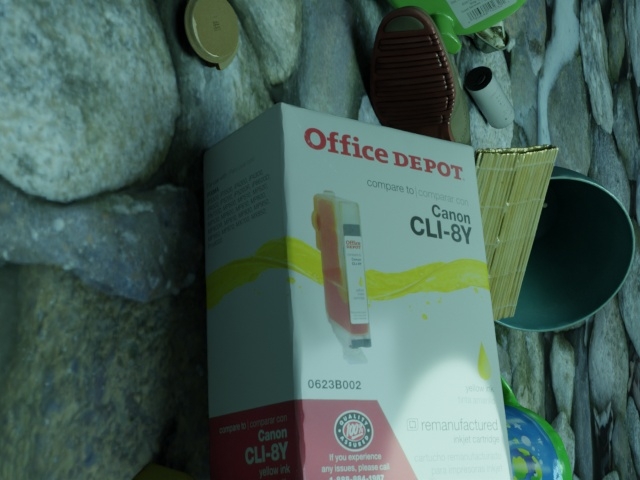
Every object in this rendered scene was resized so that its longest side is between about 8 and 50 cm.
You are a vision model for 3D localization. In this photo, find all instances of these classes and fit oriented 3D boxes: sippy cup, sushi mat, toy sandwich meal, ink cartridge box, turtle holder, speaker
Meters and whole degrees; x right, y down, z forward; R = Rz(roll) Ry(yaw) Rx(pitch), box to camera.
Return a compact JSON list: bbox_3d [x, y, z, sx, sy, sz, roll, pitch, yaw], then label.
[{"bbox_3d":[0.215,0.348,1.376,0.224,0.240,0.305,16,36,-48],"label":"sippy cup"},{"bbox_3d":[0.277,-0.002,1.494,0.151,0.019,0.317,-5,120,-25],"label":"sushi mat"},{"bbox_3d":[-0.120,-0.226,1.007,0.085,0.029,0.086,2,87,-48],"label":"toy sandwich meal"},{"bbox_3d":[0.034,0.077,0.983,0.279,0.160,0.385,8,70,-36],"label":"ink cartridge box"},{"bbox_3d":[0.163,-0.452,1.347,0.320,0.243,0.227,18,44,-22],"label":"turtle holder"},{"bbox_3d":[0.312,-0.262,1.724,0.136,0.055,0.055,40,54,-51],"label":"speaker"}]

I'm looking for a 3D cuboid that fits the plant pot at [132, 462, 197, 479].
[{"bbox_3d":[-0.140,0.269,0.883,0.081,0.083,0.081,-42,124,-52],"label":"plant pot"}]

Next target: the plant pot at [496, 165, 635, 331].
[{"bbox_3d":[0.372,-0.015,1.640,0.195,0.290,0.290,-98,170,-63],"label":"plant pot"}]

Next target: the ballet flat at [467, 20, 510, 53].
[{"bbox_3d":[0.284,-0.393,1.670,0.213,0.068,0.072,18,73,-58],"label":"ballet flat"}]

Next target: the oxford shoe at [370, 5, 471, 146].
[{"bbox_3d":[0.156,-0.213,1.404,0.348,0.123,0.130,73,28,-43],"label":"oxford shoe"}]
